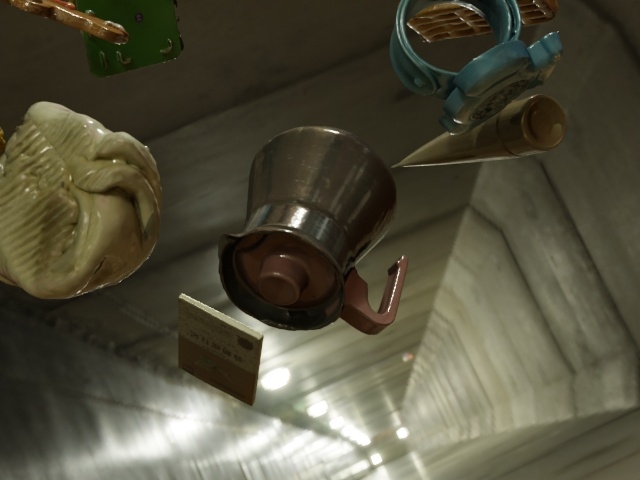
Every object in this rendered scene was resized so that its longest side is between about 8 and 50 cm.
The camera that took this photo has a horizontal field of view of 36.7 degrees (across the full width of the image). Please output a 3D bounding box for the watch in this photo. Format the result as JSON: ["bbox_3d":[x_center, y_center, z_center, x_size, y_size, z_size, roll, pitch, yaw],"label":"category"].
[{"bbox_3d":[0.197,-0.268,1.303,0.193,0.211,0.211,59,-2,11],"label":"watch"}]

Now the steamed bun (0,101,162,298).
[{"bbox_3d":[-0.345,-0.039,1.406,0.280,0.268,0.207,21,-2,28],"label":"steamed bun"}]

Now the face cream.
[{"bbox_3d":[0.245,-0.159,1.510,0.341,0.137,0.084,-6,-72,65],"label":"face cream"}]

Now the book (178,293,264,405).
[{"bbox_3d":[-0.240,0.262,2.268,0.217,0.021,0.310,25,-37,12],"label":"book"}]

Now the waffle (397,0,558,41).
[{"bbox_3d":[0.358,-0.542,2.198,0.224,0.327,0.098,15,72,-63],"label":"waffle"}]

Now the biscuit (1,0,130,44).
[{"bbox_3d":[-0.559,-0.480,1.983,0.339,0.047,0.216,19,8,-11],"label":"biscuit"}]

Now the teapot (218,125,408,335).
[{"bbox_3d":[0.000,0.000,1.840,0.376,0.305,0.362,36,43,-11],"label":"teapot"}]

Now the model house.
[{"bbox_3d":[-0.517,-0.599,2.271,0.313,0.242,0.358,29,-45,48],"label":"model house"}]

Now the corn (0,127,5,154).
[{"bbox_3d":[-0.455,-0.100,1.134,0.206,0.067,0.067,-36,104,-52],"label":"corn"}]
